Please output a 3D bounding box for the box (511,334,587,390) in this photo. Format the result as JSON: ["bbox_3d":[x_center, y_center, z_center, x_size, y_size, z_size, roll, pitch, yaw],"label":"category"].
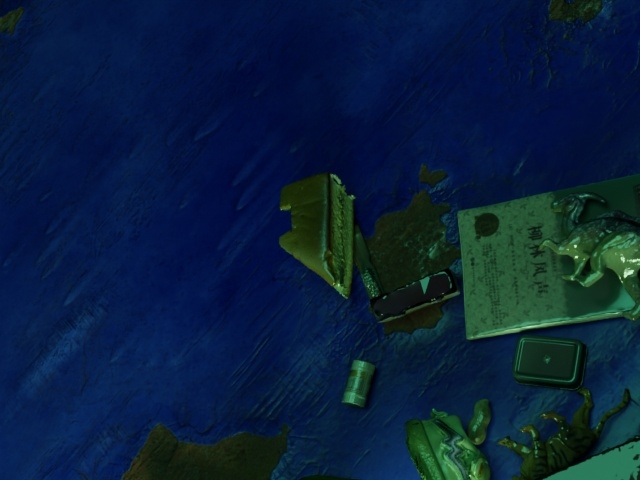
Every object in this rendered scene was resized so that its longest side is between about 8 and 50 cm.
[{"bbox_3d":[0.400,0.212,1.873,0.126,0.031,0.091,4,70,31],"label":"box"}]

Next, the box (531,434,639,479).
[{"bbox_3d":[0.455,0.502,1.641,0.359,0.091,0.350,-26,75,15],"label":"box"}]

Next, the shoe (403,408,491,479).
[{"bbox_3d":[0.229,0.406,1.813,0.128,0.140,0.262,-33,61,4],"label":"shoe"}]

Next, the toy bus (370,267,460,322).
[{"bbox_3d":[0.181,0.105,2.014,0.172,0.072,0.057,-23,75,20],"label":"toy bus"}]

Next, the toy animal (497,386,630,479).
[{"bbox_3d":[0.418,0.326,1.775,0.255,0.114,0.116,-33,78,-2],"label":"toy animal"}]

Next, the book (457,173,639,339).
[{"bbox_3d":[0.436,0.030,1.935,0.379,0.031,0.264,-13,64,23],"label":"book"}]

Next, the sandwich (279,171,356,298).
[{"bbox_3d":[0.000,0.000,2.123,0.128,0.122,0.235,-16,60,33],"label":"sandwich"}]

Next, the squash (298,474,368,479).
[{"bbox_3d":[0.075,0.461,1.845,0.379,0.101,0.101,-10,62,48],"label":"squash"}]

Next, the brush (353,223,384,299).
[{"bbox_3d":[0.085,0.046,2.122,0.034,0.027,0.190,-27,57,13],"label":"brush"}]

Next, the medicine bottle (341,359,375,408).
[{"bbox_3d":[0.073,0.271,2.016,0.047,0.047,0.083,7,72,31],"label":"medicine bottle"}]

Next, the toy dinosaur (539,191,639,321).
[{"bbox_3d":[0.492,0.013,1.846,0.294,0.077,0.162,37,88,35],"label":"toy dinosaur"}]

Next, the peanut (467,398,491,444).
[{"bbox_3d":[0.283,0.320,1.888,0.037,0.037,0.083,9,67,31],"label":"peanut"}]
